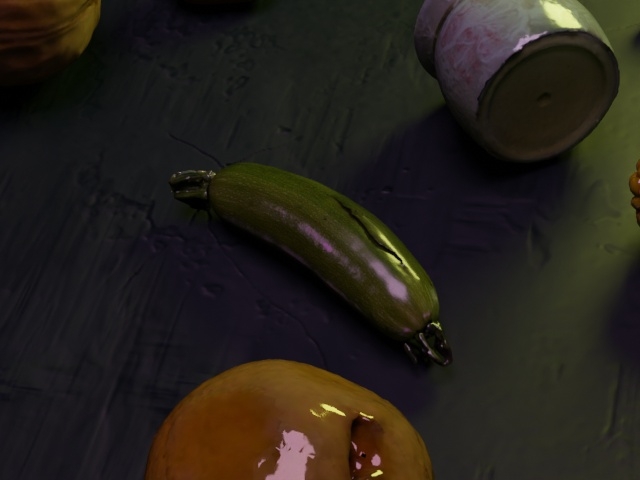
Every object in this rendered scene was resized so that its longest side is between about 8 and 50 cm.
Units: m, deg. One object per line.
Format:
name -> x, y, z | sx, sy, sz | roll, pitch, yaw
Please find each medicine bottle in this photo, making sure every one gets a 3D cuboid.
medicine bottle -> 0.170, -0.161, 1.345 | 0.147, 0.147, 0.143 | -19, 43, -8

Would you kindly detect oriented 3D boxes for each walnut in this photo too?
walnut -> -0.320, -0.247, 1.476 | 0.222, 0.195, 0.195 | 11, 49, 18

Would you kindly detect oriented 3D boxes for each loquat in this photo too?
loquat -> -0.022, 0.181, 1.011 | 0.208, 0.208, 0.208 | -5, 46, 5

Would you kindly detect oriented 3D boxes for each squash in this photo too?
squash -> 0.001, -0.002, 1.271 | 0.080, 0.071, 0.318 | -39, 52, -25

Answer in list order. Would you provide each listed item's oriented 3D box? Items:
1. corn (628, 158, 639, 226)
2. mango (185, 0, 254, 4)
corn -> 0.364, 0.005, 1.188 | 0.310, 0.101, 0.101 | 32, 59, 30
mango -> -0.103, -0.271, 1.558 | 0.114, 0.060, 0.080 | 9, 33, 21
